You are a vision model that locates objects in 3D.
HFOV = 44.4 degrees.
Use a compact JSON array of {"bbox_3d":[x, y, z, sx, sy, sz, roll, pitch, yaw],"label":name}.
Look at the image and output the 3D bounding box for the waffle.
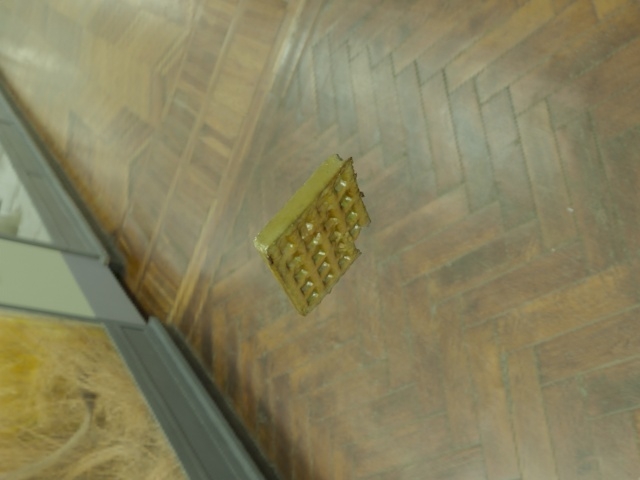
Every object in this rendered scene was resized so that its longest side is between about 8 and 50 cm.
[{"bbox_3d":[0.000,0.000,0.567,0.021,0.135,0.092,36,79,22],"label":"waffle"}]
